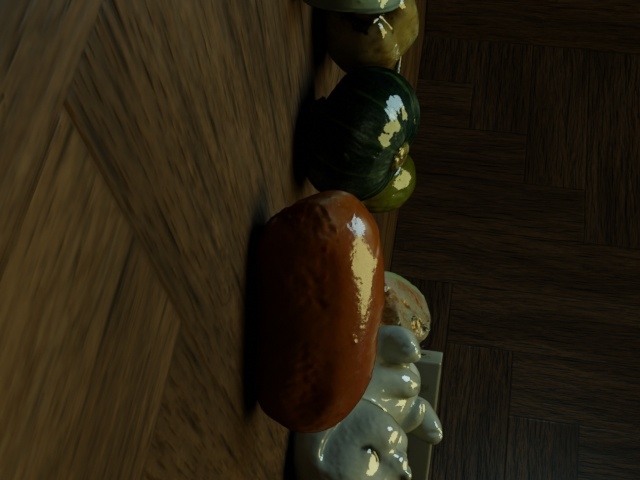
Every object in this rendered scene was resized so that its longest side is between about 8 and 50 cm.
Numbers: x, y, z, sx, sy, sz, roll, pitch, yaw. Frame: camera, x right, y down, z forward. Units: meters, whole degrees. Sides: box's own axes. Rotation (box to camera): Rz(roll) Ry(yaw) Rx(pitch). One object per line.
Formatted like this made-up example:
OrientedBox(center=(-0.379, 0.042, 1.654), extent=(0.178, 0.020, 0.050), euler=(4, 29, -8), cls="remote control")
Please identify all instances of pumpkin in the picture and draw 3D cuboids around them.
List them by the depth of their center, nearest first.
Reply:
OrientedBox(center=(0.046, -0.124, 0.985), extent=(0.167, 0.125, 0.167), euler=(-43, 148, -34), cls="pumpkin")

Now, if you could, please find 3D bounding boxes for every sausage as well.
OrientedBox(center=(-0.002, 0.075, 0.826), extent=(0.133, 0.133, 0.258), euler=(-64, 159, -68), cls="sausage")

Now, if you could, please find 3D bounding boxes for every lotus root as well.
OrientedBox(center=(0.061, -0.262, 1.028), extent=(0.118, 0.125, 0.221), euler=(55, 2, 3), cls="lotus root")

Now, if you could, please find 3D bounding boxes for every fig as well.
OrientedBox(center=(0.065, -0.065, 1.383), extent=(0.236, 0.124, 0.124), euler=(-51, 156, -29), cls="fig")

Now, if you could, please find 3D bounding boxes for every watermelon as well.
OrientedBox(center=(0.101, 0.188, 1.717), extent=(0.175, 0.188, 0.322), euler=(52, 20, 0), cls="watermelon")

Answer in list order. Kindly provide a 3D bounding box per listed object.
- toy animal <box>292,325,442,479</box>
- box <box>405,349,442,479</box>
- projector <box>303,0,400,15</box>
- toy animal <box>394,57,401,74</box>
OrientedBox(center=(0.054, 0.288, 1.242), extent=(0.265, 0.206, 0.271), euler=(-63, 144, -45), cls="toy animal")
OrientedBox(center=(0.097, 0.355, 1.494), extent=(0.051, 0.205, 0.365), euler=(-61, 156, -68), cls="box")
OrientedBox(center=(0.036, -0.385, 0.770), extent=(0.108, 0.108, 0.337), euler=(-71, 166, -57), cls="projector")
OrientedBox(center=(0.123, -0.247, 1.611), extent=(0.243, 0.087, 0.259), euler=(38, 57, -79), cls="toy animal")
